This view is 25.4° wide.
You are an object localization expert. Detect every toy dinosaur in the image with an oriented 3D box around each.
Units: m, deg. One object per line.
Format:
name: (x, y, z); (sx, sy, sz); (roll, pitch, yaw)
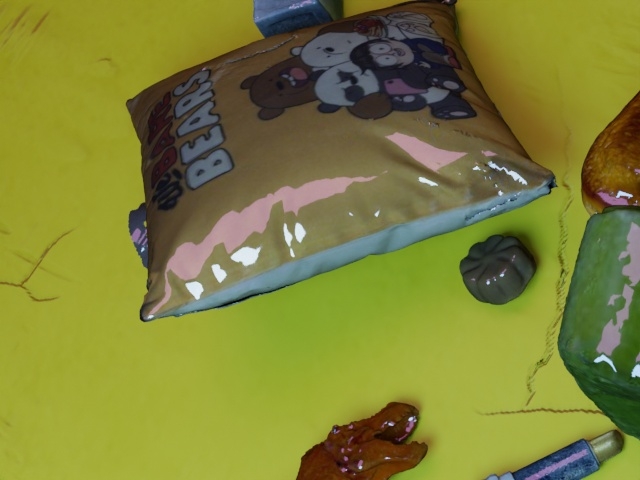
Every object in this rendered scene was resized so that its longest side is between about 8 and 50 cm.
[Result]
toy dinosaur: (-0.044, 0.293, 0.964); (0.432, 0.097, 0.208); (-48, 38, -11)

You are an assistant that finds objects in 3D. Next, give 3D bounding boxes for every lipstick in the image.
lipstick: (0.157, 0.163, 0.981); (0.116, 0.037, 0.037); (-27, 52, 5)
lipstick: (-0.024, -0.317, 1.347); (0.066, 0.068, 0.317); (-15, 55, 19)

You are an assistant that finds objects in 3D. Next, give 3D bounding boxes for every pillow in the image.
pillow: (-0.004, -0.077, 1.118); (0.312, 0.119, 0.310); (-18, 39, 1)

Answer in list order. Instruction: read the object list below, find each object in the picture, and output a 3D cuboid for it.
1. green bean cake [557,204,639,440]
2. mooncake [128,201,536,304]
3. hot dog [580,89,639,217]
green bean cake: (0.280, 0.068, 0.858); (0.248, 0.222, 0.125); (12, 74, 26)
mooncake: (0.003, 0.010, 1.149); (0.347, 0.057, 0.150); (-6, 38, 15)
hot dog: (0.323, -0.108, 0.997); (0.158, 0.117, 0.349); (7, 48, 48)
